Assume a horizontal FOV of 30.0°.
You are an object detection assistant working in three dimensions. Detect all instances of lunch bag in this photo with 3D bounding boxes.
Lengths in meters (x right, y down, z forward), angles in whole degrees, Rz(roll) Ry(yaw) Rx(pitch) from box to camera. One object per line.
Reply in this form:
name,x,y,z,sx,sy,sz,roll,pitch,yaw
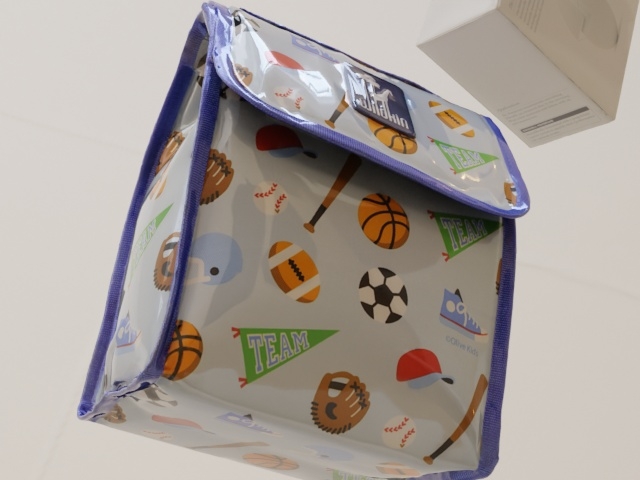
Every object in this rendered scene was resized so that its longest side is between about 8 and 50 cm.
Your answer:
lunch bag,0.000,0.000,1.063,0.328,0.239,0.385,21,-116,-21

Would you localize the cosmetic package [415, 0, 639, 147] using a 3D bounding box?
cosmetic package,0.259,-0.276,1.466,0.138,0.225,0.224,-17,-135,46
